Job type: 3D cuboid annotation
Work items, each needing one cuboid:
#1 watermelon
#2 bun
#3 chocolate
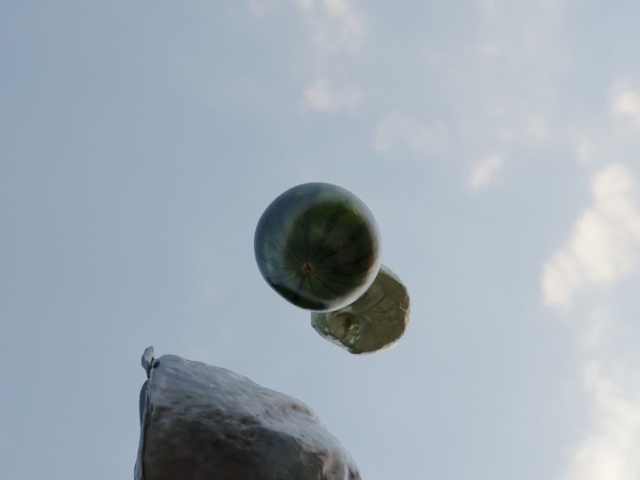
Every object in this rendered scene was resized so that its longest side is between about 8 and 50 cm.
[{"bbox_3d":[-0.002,0.005,1.199,0.109,0.109,0.109,-6,-79,-33],"label":"watermelon"},{"bbox_3d":[0.032,0.058,1.291,0.086,0.055,0.086,3,-65,7],"label":"bun"},{"bbox_3d":[-0.061,0.243,1.343,0.213,0.303,0.303,7,-85,-5],"label":"chocolate"}]
